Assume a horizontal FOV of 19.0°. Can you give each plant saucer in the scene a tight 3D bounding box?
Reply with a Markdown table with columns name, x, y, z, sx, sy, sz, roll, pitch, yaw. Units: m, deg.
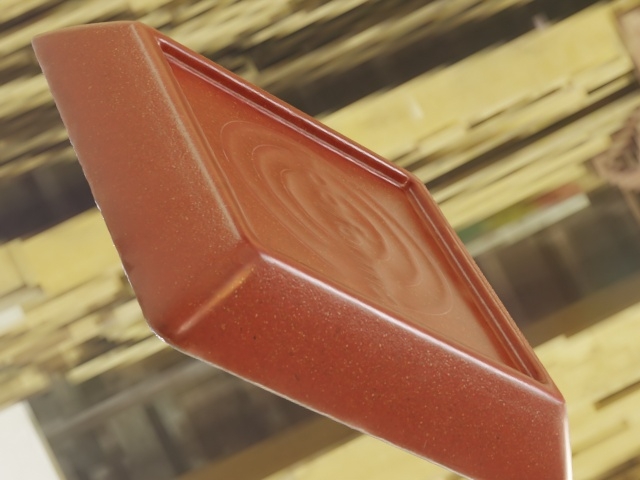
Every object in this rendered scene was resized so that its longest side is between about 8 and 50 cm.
| name | x | y | z | sx | sy | sz | roll | pitch | yaw |
| --- | --- | --- | --- | --- | --- | --- | --- | --- | --- |
| plant saucer | 0.000 | 0.000 | 0.927 | 0.259 | 0.258 | 0.047 | 28 | 110 | -35 |
